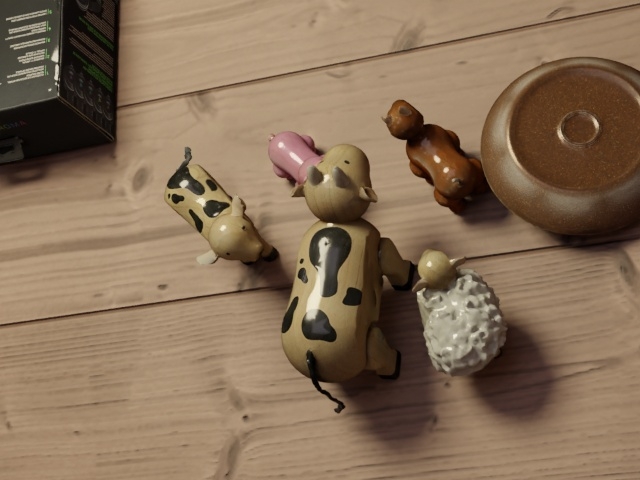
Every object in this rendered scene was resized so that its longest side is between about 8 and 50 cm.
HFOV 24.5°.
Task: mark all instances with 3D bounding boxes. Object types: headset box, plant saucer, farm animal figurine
[{"bbox_3d":[-0.374,-0.227,1.739,0.246,0.131,0.283,-11,67,20],"label":"headset box"},{"bbox_3d":[0.254,-0.102,1.443,0.199,0.036,0.198,-4,65,9],"label":"plant saucer"},{"bbox_3d":[0.000,0.000,1.461,0.330,0.172,0.326,-16,65,18],"label":"farm animal figurine"}]
